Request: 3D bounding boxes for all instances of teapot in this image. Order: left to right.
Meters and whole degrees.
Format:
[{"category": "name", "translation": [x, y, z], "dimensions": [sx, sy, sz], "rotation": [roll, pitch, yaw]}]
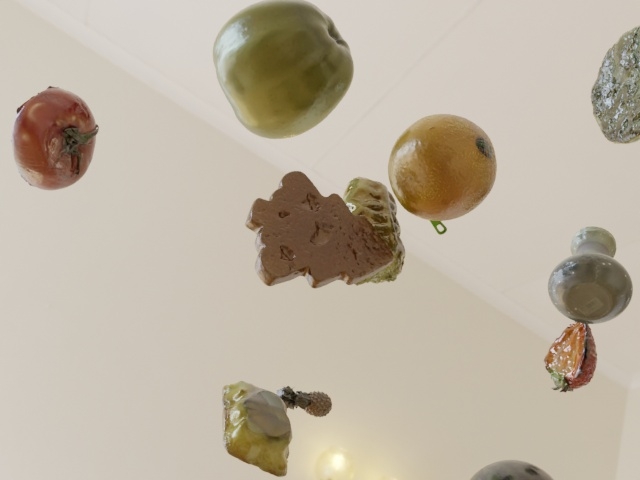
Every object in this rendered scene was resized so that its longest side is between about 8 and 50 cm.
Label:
[{"category": "teapot", "translation": [0.648, 0.073, 1.543], "dimensions": [0.183, 0.251, 0.183], "rotation": [13, -54, 19]}]

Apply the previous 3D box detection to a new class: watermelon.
[{"category": "watermelon", "translation": [0.357, 0.509, 1.181], "dimensions": [0.212, 0.212, 0.212], "rotation": [18, -30, 11]}]

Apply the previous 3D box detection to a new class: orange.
[{"category": "orange", "translation": [0.250, -0.150, 1.327], "dimensions": [0.236, 0.236, 0.236], "rotation": [18, -30, 11]}]

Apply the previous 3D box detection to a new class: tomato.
[{"category": "tomato", "translation": [-0.560, -0.213, 1.401], "dimensions": [0.101, 0.228, 0.228], "rotation": [17, -30, 18]}]

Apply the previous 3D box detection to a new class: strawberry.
[{"category": "strawberry", "translation": [0.653, 0.308, 1.661], "dimensions": [0.085, 0.192, 0.140], "rotation": [34, -47, -21]}]

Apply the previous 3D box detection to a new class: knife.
[{"category": "knife", "translation": [0.304, -0.086, 1.856], "dimensions": [0.078, 0.022, 0.166], "rotation": [-37, -100, 23]}]

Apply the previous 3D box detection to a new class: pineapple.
[{"category": "pineapple", "translation": [-0.048, 0.432, 1.749], "dimensions": [0.159, 0.074, 0.074], "rotation": [21, -25, -29]}]

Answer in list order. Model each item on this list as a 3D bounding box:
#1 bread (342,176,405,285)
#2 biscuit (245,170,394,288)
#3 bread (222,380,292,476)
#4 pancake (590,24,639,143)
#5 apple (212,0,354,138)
[{"category": "bread", "translation": [0.111, -0.031, 1.451], "dimensions": [0.130, 0.268, 0.152], "rotation": [-26, -49, 22]}, {"category": "biscuit", "translation": [0.000, 0.001, 1.270], "dimensions": [0.301, 0.278, 0.043], "rotation": [22, -38, -4]}, {"category": "bread", "translation": [-0.127, 0.379, 1.338], "dimensions": [0.161, 0.233, 0.088], "rotation": [23, -71, -16]}, {"category": "pancake", "translation": [0.624, -0.308, 1.288], "dimensions": [0.037, 0.253, 0.253], "rotation": [6, -27, -11]}, {"category": "apple", "translation": [-0.094, -0.447, 1.668], "dimensions": [0.357, 0.357, 0.357], "rotation": [18, -30, 11]}]
